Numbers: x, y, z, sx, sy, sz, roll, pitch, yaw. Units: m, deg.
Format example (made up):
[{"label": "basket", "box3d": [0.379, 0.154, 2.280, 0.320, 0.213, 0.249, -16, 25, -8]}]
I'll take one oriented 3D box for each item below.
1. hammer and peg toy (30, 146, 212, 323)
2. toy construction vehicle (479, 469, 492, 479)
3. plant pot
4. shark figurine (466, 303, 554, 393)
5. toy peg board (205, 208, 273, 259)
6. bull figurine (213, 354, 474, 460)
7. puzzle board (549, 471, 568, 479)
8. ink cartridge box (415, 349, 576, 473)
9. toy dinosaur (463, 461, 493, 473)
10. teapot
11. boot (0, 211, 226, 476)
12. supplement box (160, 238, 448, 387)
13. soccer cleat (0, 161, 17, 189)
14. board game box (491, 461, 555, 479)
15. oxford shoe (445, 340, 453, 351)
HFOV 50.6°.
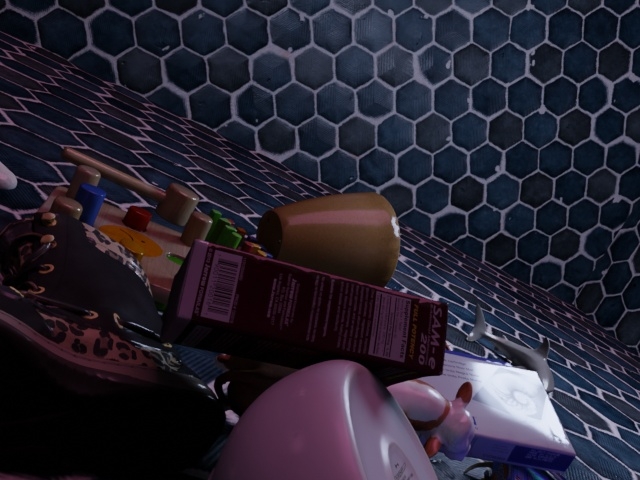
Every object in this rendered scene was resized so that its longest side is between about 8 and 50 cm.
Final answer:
[{"label": "hammer and peg toy", "box3d": [-0.292, -0.009, 1.012, 0.266, 0.127, 0.361, 23, 13, -18]}, {"label": "toy construction vehicle", "box3d": [0.254, 0.364, 0.929, 0.086, 0.035, 0.098, 38, 15, -9]}, {"label": "plant pot", "box3d": [0.000, 0.000, 1.459, 0.254, 0.237, 0.237, 5, 23, -33]}, {"label": "shark figurine", "box3d": [0.504, 0.270, 1.685, 0.166, 0.116, 0.278, 18, 18, -45]}, {"label": "toy peg board", "box3d": [-0.157, 0.014, 1.329, 0.160, 0.079, 0.161, 19, 16, -37]}, {"label": "bull figurine", "box3d": [0.022, 0.181, 0.771, 0.310, 0.101, 0.188, 19, -22, -20]}, {"label": "puzzle board", "box3d": [0.310, 0.309, 0.989, 0.096, 0.011, 0.128, 43, -1, -3]}, {"label": "ink cartridge box", "box3d": [0.216, 0.211, 0.951, 0.223, 0.045, 0.224, 13, 28, -14]}, {"label": "toy dinosaur", "box3d": [0.301, 0.350, 1.033, 0.183, 0.053, 0.092, 27, 14, -8]}, {"label": "teapot", "box3d": [-0.008, 0.232, 0.553, 0.256, 0.187, 0.252, 52, 17, -36]}, {"label": "boot", "box3d": [-0.287, 0.069, 0.650, 0.377, 0.138, 0.284, 25, 15, -36]}, {"label": "supplement box", "box3d": [-0.018, 0.076, 0.632, 0.239, 0.073, 0.130, 16, -21, -15]}, {"label": "soccer cleat", "box3d": [-0.566, -0.145, 1.071, 0.196, 0.076, 0.068, 29, 12, 2]}, {"label": "board game box", "box3d": [0.314, 0.376, 0.877, 0.210, 0.047, 0.160, 42, 14, 10]}, {"label": "oxford shoe", "box3d": [0.191, 0.205, 1.398, 0.076, 0.076, 0.212, -20, 45, -34]}]
